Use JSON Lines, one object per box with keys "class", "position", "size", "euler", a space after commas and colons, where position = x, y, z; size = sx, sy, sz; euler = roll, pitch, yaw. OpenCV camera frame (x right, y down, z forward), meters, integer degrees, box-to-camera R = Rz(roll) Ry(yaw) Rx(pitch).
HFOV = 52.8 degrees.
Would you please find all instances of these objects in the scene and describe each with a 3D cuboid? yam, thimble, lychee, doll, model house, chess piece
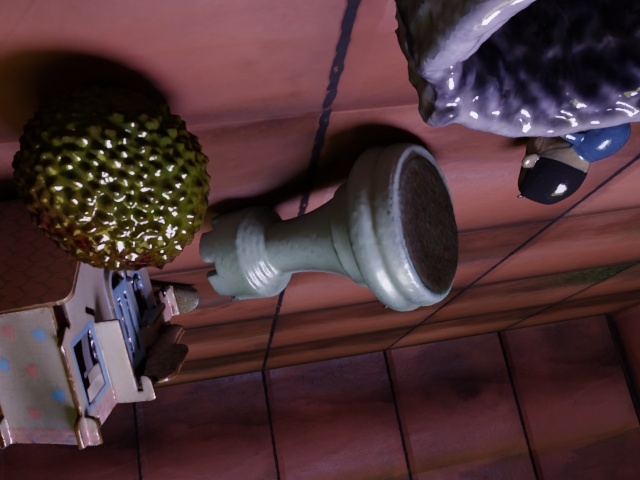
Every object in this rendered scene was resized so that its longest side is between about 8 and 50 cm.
{"class": "yam", "position": [-0.276, 0.100, 1.130], "size": [0.054, 0.054, 0.132], "euler": [-21, 159, 30]}
{"class": "thimble", "position": [0.158, -0.171, 0.365], "size": [0.246, 0.157, 0.217], "euler": [-15, 160, 11]}
{"class": "lychee", "position": [-0.174, -0.057, 0.543], "size": [0.171, 0.171, 0.171], "euler": [-10, 163, -3]}
{"class": "doll", "position": [0.295, -0.114, 0.758], "size": [0.102, 0.088, 0.179], "euler": [6, 133, -43]}
{"class": "model house", "position": [-0.269, 0.051, 0.750], "size": [0.169, 0.244, 0.326], "euler": [-11, -164, 7]}
{"class": "chess piece", "position": [0.000, 0.000, 0.798], "size": [0.299, 0.194, 0.195], "euler": [-10, 165, 32]}
